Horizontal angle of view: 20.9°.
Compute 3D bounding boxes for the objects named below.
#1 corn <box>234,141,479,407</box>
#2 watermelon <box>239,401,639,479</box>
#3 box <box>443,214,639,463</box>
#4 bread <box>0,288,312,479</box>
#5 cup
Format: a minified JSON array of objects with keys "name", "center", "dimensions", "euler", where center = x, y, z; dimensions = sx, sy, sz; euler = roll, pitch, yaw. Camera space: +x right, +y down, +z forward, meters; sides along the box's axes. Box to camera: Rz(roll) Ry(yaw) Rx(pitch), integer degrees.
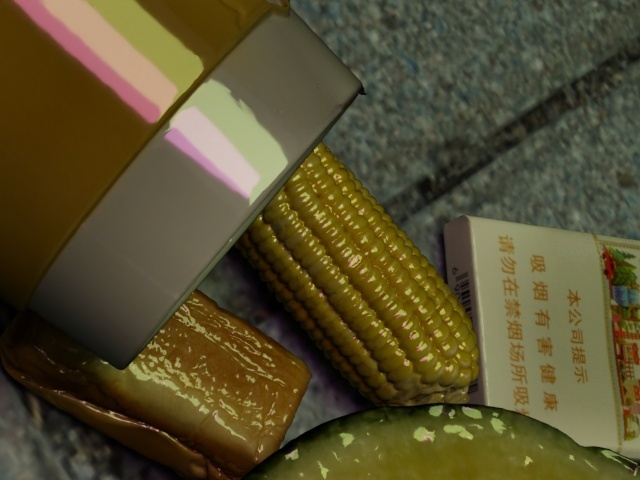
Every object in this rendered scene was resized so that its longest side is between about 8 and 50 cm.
[{"name":"corn","center":[0.000,0.000,0.803],"dimensions":[0.206,0.067,0.067],"euler":[51,53,-8]},{"name":"watermelon","center":[0.036,0.243,0.667],"dimensions":[0.331,0.189,0.330],"euler":[14,53,-20]},{"name":"box","center":[0.163,0.058,0.913],"dimensions":[0.220,0.032,0.122],"euler":[7,69,-32]},{"name":"bread","center":[-0.069,0.054,0.747],"dimensions":[0.132,0.053,0.074],"euler":[31,58,-18]},{"name":"cup","center":[-0.105,-0.084,0.683],"dimensions":[0.226,0.185,0.241],"euler":[41,25,0]}]
